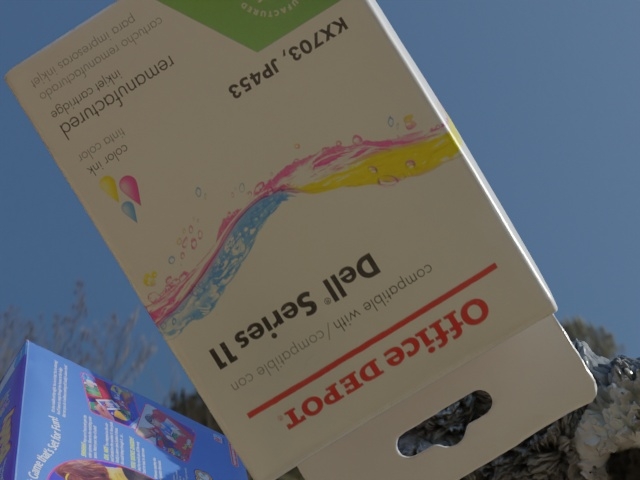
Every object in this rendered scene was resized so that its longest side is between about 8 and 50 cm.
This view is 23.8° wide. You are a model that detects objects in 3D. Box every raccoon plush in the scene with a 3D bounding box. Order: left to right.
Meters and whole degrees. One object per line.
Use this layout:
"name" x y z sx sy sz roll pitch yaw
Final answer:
"raccoon plush" 0.211 0.089 1.359 0.299 0.446 0.216 -28 -28 19

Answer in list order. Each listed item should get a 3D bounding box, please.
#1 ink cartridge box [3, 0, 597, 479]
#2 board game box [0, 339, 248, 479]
"ink cartridge box" 0.000 0.000 0.905 0.207 0.119 0.353 -32 -89 5
"board game box" -0.167 0.233 1.266 0.233 0.347 0.078 28 -76 -17
